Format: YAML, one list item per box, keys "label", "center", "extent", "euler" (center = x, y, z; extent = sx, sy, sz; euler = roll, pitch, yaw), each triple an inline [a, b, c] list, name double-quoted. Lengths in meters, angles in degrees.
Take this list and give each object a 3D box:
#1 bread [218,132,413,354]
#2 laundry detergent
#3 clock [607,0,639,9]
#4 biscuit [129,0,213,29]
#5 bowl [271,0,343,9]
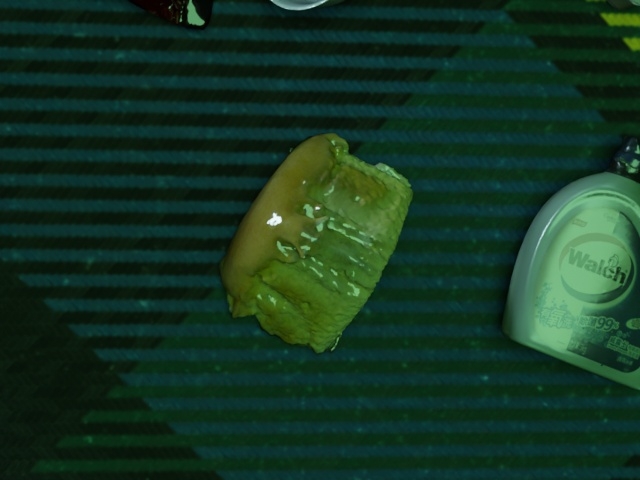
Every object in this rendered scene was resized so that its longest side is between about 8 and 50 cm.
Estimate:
- label: "bread"
  center: [-0.002, 0.006, 1.478]
  extent: [0.174, 0.133, 0.252]
  euler: [31, 89, -8]
- label: "laundry detergent"
  center: [0.350, 0.018, 1.532]
  extent: [0.214, 0.105, 0.281]
  euler: [22, 89, -6]
- label: "clock"
  center: [0.346, -0.387, 1.527]
  extent: [0.192, 0.071, 0.147]
  euler: [42, 88, -6]
- label: "biscuit"
  center: [-0.228, -0.342, 1.475]
  extent: [0.235, 0.063, 0.151]
  euler: [12, 103, -11]
- label: "bowl"
  center: [0.019, -0.340, 1.474]
  extent: [0.086, 0.189, 0.189]
  euler: [20, 91, -48]
